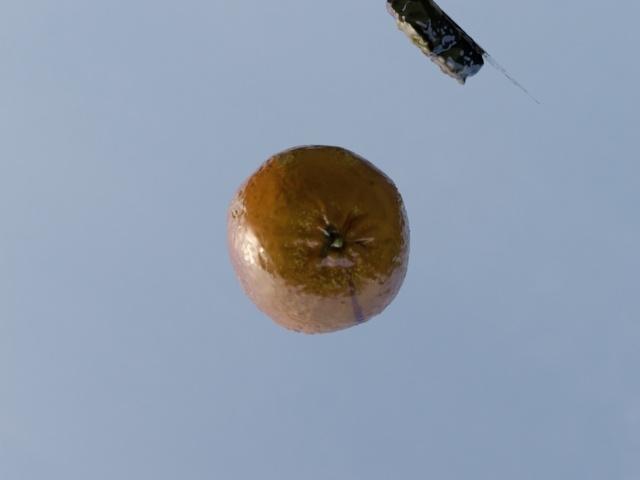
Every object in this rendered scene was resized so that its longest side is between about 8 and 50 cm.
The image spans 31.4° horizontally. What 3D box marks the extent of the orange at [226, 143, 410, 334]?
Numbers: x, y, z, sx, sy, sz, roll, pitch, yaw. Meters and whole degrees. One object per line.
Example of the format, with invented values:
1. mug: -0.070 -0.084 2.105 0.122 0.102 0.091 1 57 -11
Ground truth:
1. orange: 0.000 0.000 1.139 0.193 0.193 0.161 1 -164 -6

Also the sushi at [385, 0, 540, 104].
1. sushi: 0.068 -0.130 0.712 0.026 0.120 0.126 -48 -143 11
